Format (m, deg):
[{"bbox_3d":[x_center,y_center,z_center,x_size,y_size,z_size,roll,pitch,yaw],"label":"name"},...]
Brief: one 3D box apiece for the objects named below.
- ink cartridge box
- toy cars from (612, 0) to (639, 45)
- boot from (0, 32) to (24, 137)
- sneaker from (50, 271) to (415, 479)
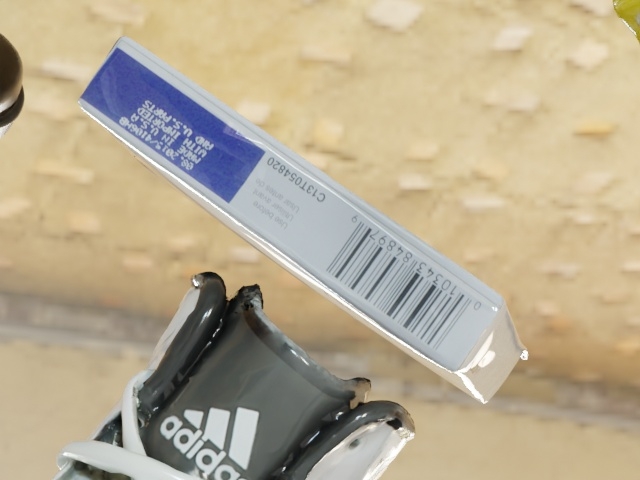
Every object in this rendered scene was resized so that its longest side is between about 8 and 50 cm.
[{"bbox_3d":[0.000,0.000,0.979,0.223,0.045,0.224,35,-2,14],"label":"ink cartridge box"},{"bbox_3d":[0.215,-0.247,0.725,0.087,0.176,0.394,37,-85,-33],"label":"toy cars"},{"bbox_3d":[-0.308,-0.209,1.609,0.260,0.131,0.348,-51,-19,19],"label":"boot"},{"bbox_3d":[-0.116,0.135,0.737,0.169,0.447,0.257,35,-67,12],"label":"sneaker"}]
